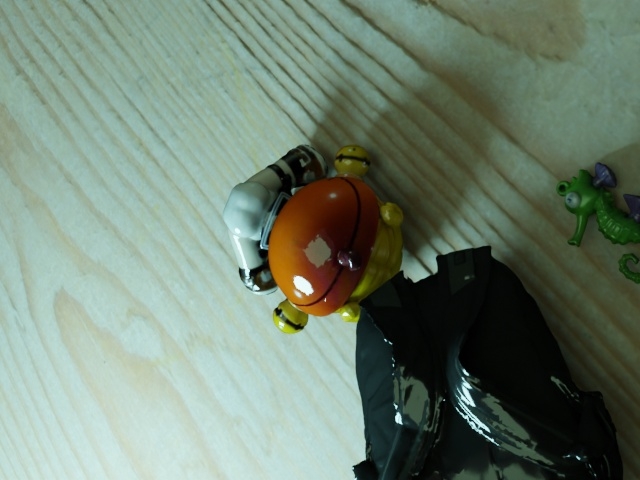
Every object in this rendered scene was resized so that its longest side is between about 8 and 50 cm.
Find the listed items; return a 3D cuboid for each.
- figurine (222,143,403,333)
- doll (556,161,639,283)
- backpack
[{"bbox_3d":[-0.004,-0.001,1.621,0.323,0.196,0.320,23,94,43],"label":"figurine"},{"bbox_3d":[0.394,-0.022,1.412,0.190,0.050,0.115,45,111,26],"label":"doll"},{"bbox_3d":[0.195,0.234,1.411,0.363,0.255,0.446,-27,58,17],"label":"backpack"}]
